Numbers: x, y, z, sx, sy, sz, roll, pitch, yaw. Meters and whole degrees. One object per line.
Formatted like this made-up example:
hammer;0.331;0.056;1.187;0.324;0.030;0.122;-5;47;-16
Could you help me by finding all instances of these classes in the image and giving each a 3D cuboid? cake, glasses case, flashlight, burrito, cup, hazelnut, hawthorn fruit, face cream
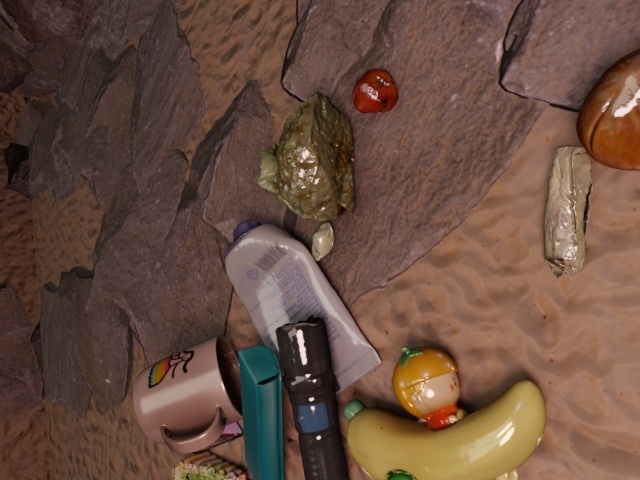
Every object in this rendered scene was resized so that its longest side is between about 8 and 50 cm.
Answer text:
cake;-0.244;0.585;1.048;0.226;0.090;0.109;-4;81;30
glasses case;-0.110;0.365;0.873;0.117;0.070;0.300;39;132;55
flashlight;-0.001;0.355;0.806;0.103;0.103;0.423;-13;86;40
burrito;0.346;-0.040;0.610;0.058;0.045;0.188;-171;87;-68
cup;-0.281;0.350;0.948;0.201;0.191;0.253;-21;28;-2
hazelnut;0.389;-0.156;0.520;0.150;0.150;0.150;-7;80;41
hawthorn fruit;0.102;-0.280;0.839;0.093;0.093;0.093;-7;80;41
face cream;-0.071;0.132;0.926;0.235;0.137;0.420;-43;66;25

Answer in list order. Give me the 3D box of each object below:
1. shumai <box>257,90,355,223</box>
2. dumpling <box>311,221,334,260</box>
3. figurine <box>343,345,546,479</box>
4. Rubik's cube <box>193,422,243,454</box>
shumai;-0.045;-0.155;0.882;0.218;0.189;0.255;-9;73;39
dumpling;0.001;-0.001;0.918;0.059;0.043;0.077;21;116;57
figurine;0.177;0.274;0.675;0.325;0.124;0.222;-35;59;30
Rubik's cube;-0.277;0.424;1.112;0.191;0.211;0.178;-9;53;9
